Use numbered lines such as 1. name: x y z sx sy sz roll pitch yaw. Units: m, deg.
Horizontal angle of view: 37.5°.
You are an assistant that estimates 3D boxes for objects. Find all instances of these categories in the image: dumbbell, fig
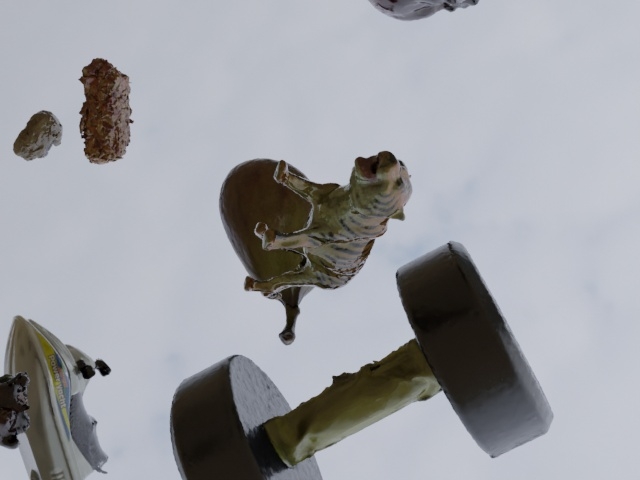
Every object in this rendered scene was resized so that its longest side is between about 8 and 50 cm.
1. dumbbell: 0.038 0.157 0.909 0.322 0.203 0.203 -28 -137 9
2. fig: -0.049 0.016 1.251 0.146 0.170 0.274 -18 -125 11

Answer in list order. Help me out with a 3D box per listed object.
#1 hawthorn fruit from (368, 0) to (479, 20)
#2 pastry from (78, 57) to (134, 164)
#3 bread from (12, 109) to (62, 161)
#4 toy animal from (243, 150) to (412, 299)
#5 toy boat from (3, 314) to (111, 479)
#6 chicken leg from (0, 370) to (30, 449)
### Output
1. hawthorn fruit: 0.091 -0.286 0.802 0.169 0.169 0.188 -19 -91 22
2. pastry: -0.331 -0.200 1.481 0.063 0.169 0.087 12 -159 23
3. bread: -0.504 -0.191 1.707 0.082 0.060 0.113 -51 -173 30
4. toy animal: 0.000 0.000 0.750 0.099 0.241 0.056 9 -120 -8
5. toy boat: -0.344 0.225 1.246 0.141 0.141 0.269 11 -77 41
6. chicken leg: -0.324 0.079 0.679 0.051 0.253 0.106 -46 -169 32
